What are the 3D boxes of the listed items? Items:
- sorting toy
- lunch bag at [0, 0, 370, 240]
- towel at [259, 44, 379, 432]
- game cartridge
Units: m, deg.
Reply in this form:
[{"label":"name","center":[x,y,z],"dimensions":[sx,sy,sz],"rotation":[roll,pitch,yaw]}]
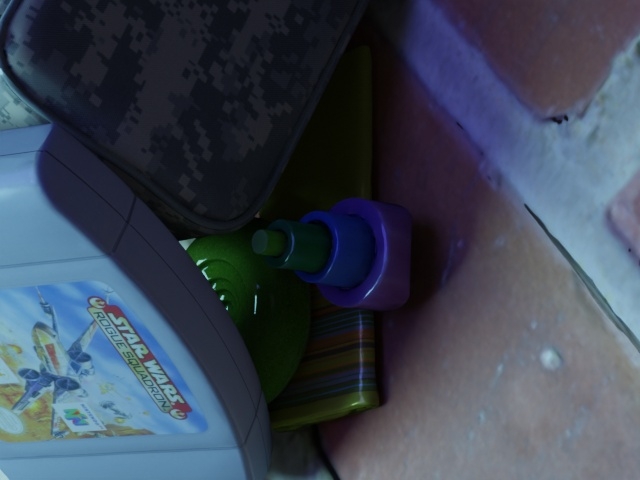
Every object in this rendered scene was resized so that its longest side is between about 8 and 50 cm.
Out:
[{"label":"sorting toy","center":[-0.107,0.049,1.159],"dimensions":[0.365,0.126,0.127],"rotation":[-23,67,42]},{"label":"lunch bag","center":[-0.124,-0.147,1.173],"dimensions":[0.256,0.212,0.305],"rotation":[-10,49,54]},{"label":"towel","center":[0.000,0.000,1.173],"dimensions":[0.102,0.021,0.237],"rotation":[-17,66,44]},{"label":"game cartridge","center":[-0.152,0.056,1.089],"dimensions":[0.198,0.297,0.062],"rotation":[-3,47,29]}]
